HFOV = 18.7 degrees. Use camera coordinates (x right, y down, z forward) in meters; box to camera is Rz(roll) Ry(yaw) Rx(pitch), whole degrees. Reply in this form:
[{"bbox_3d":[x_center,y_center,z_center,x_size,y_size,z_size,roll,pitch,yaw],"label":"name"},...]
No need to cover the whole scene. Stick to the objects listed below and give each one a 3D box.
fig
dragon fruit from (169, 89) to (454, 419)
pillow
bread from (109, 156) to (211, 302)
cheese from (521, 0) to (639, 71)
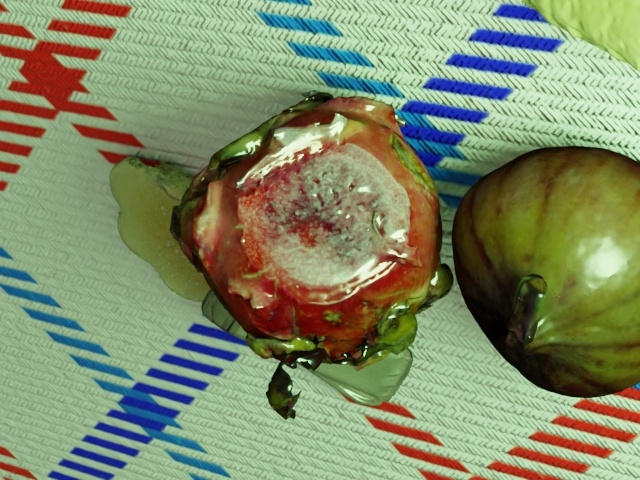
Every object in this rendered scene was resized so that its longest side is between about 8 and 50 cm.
[{"bbox_3d":[0.221,0.030,1.731,0.235,0.214,0.235,27,161,10],"label":"fig"},{"bbox_3d":[0.000,0.000,1.848,0.269,0.250,0.291,59,173,5],"label":"dragon fruit"},{"bbox_3d":[-0.013,0.098,2.069,0.233,0.038,0.130,27,139,-4],"label":"pillow"},{"bbox_3d":[-0.123,0.007,2.112,0.251,0.039,0.181,19,132,26],"label":"bread"},{"bbox_3d":[0.252,-0.203,1.547,0.167,0.094,0.123,34,117,38],"label":"cheese"}]
